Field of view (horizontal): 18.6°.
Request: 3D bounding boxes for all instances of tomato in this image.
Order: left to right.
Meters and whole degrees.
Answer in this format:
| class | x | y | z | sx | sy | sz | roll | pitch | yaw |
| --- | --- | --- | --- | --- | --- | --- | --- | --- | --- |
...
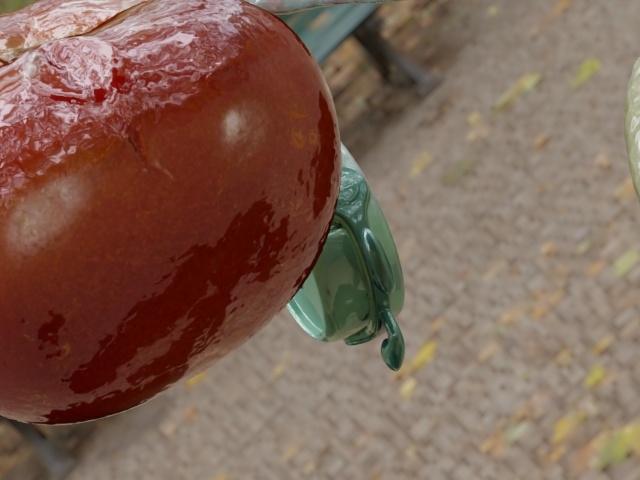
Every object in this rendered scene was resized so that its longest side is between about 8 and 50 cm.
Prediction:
| class | x | y | z | sx | sy | sz | roll | pitch | yaw |
| --- | --- | --- | --- | --- | --- | --- | --- | --- | --- |
| tomato | -0.132 | -0.021 | 1.115 | 0.298 | 0.226 | 0.298 | -15 | 21 | 6 |

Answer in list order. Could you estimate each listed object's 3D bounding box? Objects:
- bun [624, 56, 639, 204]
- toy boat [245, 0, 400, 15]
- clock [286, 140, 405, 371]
| class | x | y | z | sx | sy | sz | roll | pitch | yaw |
| --- | --- | --- | --- | --- | --- | --- | --- | --- | --- |
| bun | 0.397 | -0.036 | 1.474 | 0.227 | 0.352 | 0.349 | -31 | 0 | 34 |
| toy boat | -0.030 | -0.195 | 1.374 | 0.282 | 0.096 | 0.206 | -3 | 42 | 38 |
| clock | 0.001 | 0.000 | 1.291 | 0.060 | 0.148 | 0.188 | -23 | 39 | -15 |
